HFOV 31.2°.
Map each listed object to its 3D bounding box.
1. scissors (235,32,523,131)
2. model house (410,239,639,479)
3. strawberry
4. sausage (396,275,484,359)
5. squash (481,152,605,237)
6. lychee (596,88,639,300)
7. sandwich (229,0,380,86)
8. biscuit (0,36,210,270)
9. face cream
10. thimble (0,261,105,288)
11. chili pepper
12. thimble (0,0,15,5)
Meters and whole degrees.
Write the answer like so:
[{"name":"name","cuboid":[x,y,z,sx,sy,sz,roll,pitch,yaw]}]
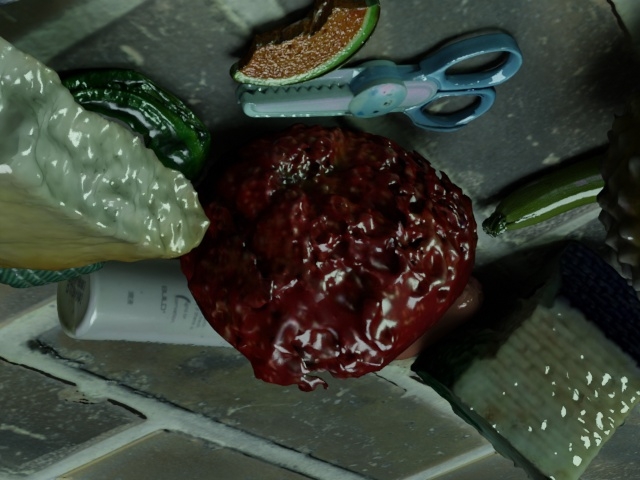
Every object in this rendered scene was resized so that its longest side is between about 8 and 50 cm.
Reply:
[{"name":"scissors","cuboid":[0.050,-0.131,0.999,0.256,0.030,0.125,-6,153,-21]},{"name":"model house","cuboid":[0.296,0.148,1.438,0.284,0.243,0.298,-44,177,-5]},{"name":"strawberry","cuboid":[0.000,0.000,1.027,0.274,0.274,0.220,-19,118,5]},{"name":"sausage","cuboid":[0.133,0.093,1.396,0.062,0.062,0.154,14,139,-42]},{"name":"squash","cuboid":[0.257,-0.050,1.225,0.183,0.052,0.052,-22,150,12]},{"name":"lychee","cuboid":[0.464,-0.047,1.006,0.432,0.380,0.380,1,151,5]},{"name":"sandwich","cuboid":[-0.010,-0.161,0.920,0.135,0.029,0.067,-25,144,17]},{"name":"biscuit","cuboid":[-0.351,-0.067,0.700,0.446,0.103,0.429,-1,162,17]},{"name":"face cream","cuboid":[-0.116,0.067,1.200,0.311,0.092,0.092,7,144,-37]},{"name":"thimble","cuboid":[-0.234,-0.024,0.956,0.090,0.118,0.135,-12,167,2]},{"name":"chili pepper","cuboid":[-0.149,-0.095,0.944,0.073,0.050,0.182,-25,148,28]},{"name":"thimble","cuboid":[-0.180,-0.208,0.640,0.098,0.150,0.150,-20,151,7]}]
